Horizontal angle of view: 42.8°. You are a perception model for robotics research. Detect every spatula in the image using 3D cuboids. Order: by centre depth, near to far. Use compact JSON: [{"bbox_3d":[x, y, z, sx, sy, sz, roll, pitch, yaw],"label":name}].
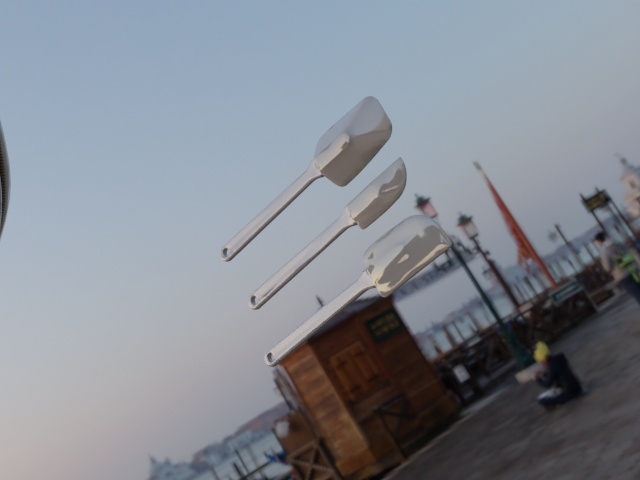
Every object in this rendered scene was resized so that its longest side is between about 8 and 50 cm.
[{"bbox_3d":[0.000,0.000,0.757,0.019,0.168,0.242,-2,-31,-49],"label":"spatula"}]

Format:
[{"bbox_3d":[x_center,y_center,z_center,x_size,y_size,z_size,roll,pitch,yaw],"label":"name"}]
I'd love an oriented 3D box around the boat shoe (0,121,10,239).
[{"bbox_3d":[-0.267,0.018,0.510,0.097,0.116,0.324,-102,24,-62],"label":"boat shoe"}]
